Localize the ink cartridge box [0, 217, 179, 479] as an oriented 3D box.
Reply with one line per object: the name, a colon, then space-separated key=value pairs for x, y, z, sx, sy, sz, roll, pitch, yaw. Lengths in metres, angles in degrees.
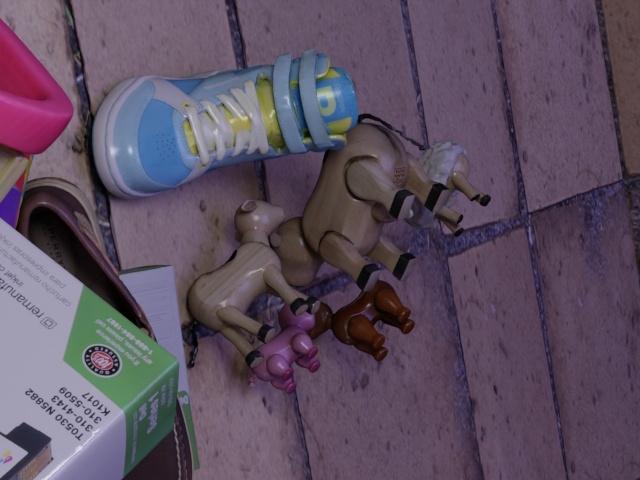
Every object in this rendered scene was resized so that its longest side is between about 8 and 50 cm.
ink cartridge box: x=-0.274 y=0.147 z=1.409 sx=0.278 sy=0.201 sz=0.117 roll=-44 pitch=161 yaw=-30

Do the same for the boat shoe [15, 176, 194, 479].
boat shoe: x=-0.202 y=0.109 z=1.696 sx=0.123 sy=0.123 sz=0.342 roll=-149 pitch=-139 yaw=-76

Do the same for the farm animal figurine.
farm animal figurine: x=0.000 y=0.000 z=2.080 sx=0.327 sy=0.172 sz=0.330 roll=-57 pitch=153 yaw=12

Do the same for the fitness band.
fitness band: x=-0.310 y=-0.174 z=1.508 sx=0.209 sy=0.054 sz=0.291 roll=30 pitch=14 yaw=-47

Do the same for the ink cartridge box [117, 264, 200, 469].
ink cartridge box: x=-0.185 y=0.133 z=1.831 sx=0.109 sy=0.062 sz=0.209 roll=-10 pitch=93 yaw=-62

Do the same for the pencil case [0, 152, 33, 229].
pencil case: x=-0.305 y=-0.052 z=1.618 sx=0.104 sy=0.104 sz=0.236 roll=47 pitch=43 yaw=-47

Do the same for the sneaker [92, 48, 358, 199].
sneaker: x=-0.083 y=-0.129 z=1.928 sx=0.319 sy=0.208 sz=0.127 roll=-33 pitch=114 yaw=-59

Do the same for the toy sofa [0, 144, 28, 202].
toy sofa: x=-0.410 y=-0.100 z=1.391 sx=0.150 sy=0.177 sz=0.362 roll=-53 pitch=146 yaw=5
